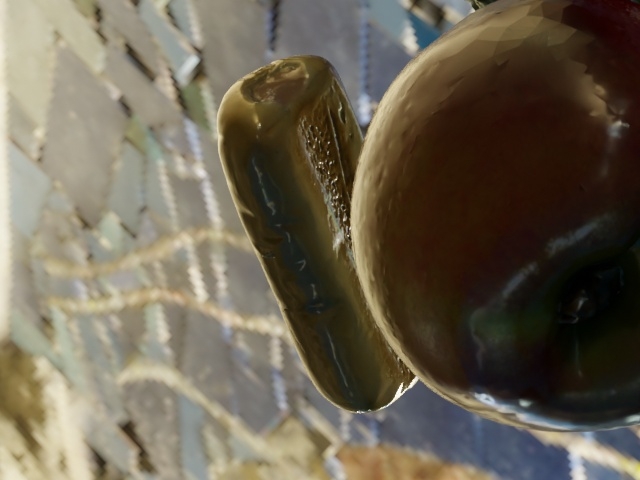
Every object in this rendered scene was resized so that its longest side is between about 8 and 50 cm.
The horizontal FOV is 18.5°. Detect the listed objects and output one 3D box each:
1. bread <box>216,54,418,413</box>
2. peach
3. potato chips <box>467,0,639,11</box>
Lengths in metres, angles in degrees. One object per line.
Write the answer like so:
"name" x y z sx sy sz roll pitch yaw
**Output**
"bread" 0.000 0.000 1.616 0.142 0.091 0.305 -45 124 -41
"peach" 0.140 -0.032 1.174 0.248 0.275 0.245 2 115 -13
"potato chips" 0.296 -0.150 1.483 0.097 0.389 0.373 -58 -174 -28
